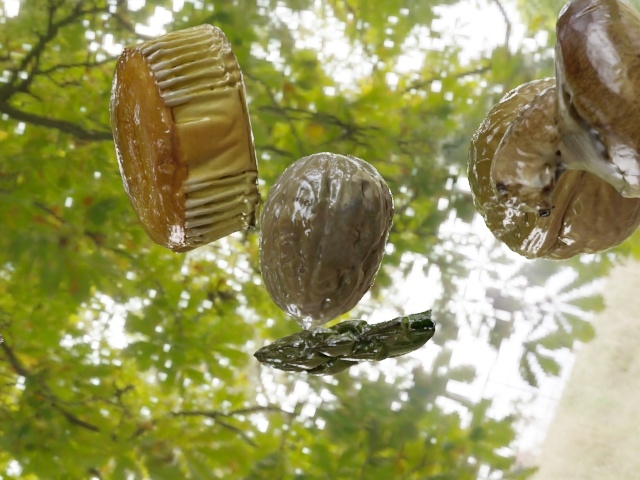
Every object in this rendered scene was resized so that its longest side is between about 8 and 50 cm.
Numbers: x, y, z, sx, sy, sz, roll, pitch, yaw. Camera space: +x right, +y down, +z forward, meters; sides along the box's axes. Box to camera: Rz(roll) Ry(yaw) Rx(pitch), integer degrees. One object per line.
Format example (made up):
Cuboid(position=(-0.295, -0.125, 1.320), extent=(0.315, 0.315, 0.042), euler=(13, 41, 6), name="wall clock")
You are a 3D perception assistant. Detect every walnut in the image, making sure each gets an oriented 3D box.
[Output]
Cuboid(position=(0.002, 0.000, 1.367), extent=(0.178, 0.178, 0.230), euler=(10, -88, -63), name="walnut")
Cuboid(position=(0.391, -0.116, 1.730), extent=(0.333, 0.333, 0.332), euler=(-37, -46, -51), name="walnut")

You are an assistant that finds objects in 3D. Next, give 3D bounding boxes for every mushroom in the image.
Cuboid(position=(0.323, -0.161, 1.246), extent=(0.255, 0.267, 0.267), euler=(-21, -49, -12), name="mushroom")

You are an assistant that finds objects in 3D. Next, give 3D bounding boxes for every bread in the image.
Cuboid(position=(-0.123, -0.088, 0.957), extent=(0.114, 0.132, 0.190), euler=(-18, -77, -22), name="bread")

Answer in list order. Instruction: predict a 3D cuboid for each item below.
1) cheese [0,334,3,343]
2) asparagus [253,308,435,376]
Cuboid(position=(-0.404, 0.113, 1.113), extent=(0.095, 0.145, 0.038), euler=(99, 157, -59), name="cheese")
Cuboid(position=(0.036, 0.154, 1.567), extent=(0.080, 0.287, 0.080), euler=(-10, -90, -74), name="asparagus")
